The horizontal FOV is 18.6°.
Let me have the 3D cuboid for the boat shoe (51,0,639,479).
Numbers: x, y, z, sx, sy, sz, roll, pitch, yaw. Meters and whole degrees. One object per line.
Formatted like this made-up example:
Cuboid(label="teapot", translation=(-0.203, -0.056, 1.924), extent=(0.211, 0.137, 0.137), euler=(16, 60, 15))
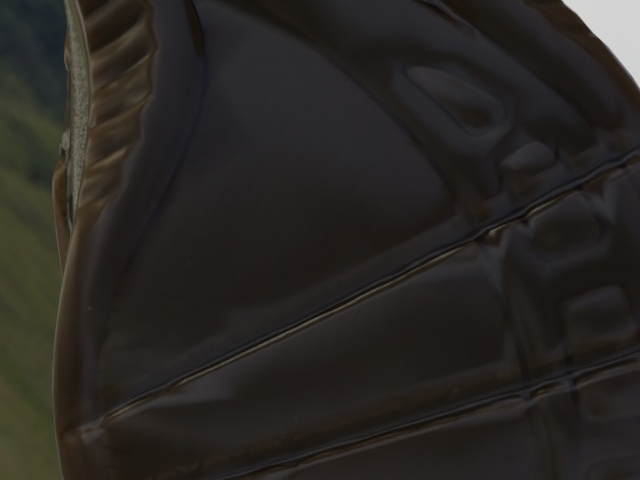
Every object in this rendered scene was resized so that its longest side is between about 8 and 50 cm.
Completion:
Cuboid(label="boat shoe", translation=(0.000, 0.000, 0.419), extent=(0.123, 0.123, 0.342), euler=(81, -9, -60))
